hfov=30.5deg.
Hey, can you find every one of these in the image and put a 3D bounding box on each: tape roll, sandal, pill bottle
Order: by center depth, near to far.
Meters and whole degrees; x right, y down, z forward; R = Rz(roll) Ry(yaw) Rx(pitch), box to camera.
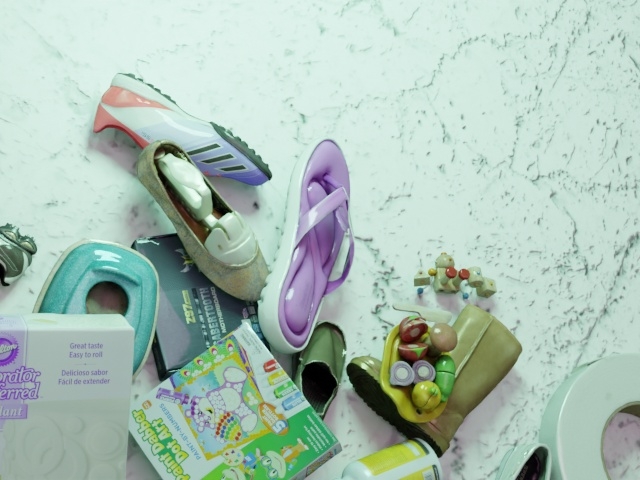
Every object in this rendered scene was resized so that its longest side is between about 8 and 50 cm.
[{"bbox_3d":[0.099,0.395,1.901,0.184,0.103,0.103,-16,76,-27],"label":"pill bottle"},{"bbox_3d":[0.007,0.008,1.980,0.169,0.102,0.416,48,46,-45],"label":"sandal"},{"bbox_3d":[0.575,0.395,2.113,0.392,0.072,0.392,8,66,-18],"label":"tape roll"}]

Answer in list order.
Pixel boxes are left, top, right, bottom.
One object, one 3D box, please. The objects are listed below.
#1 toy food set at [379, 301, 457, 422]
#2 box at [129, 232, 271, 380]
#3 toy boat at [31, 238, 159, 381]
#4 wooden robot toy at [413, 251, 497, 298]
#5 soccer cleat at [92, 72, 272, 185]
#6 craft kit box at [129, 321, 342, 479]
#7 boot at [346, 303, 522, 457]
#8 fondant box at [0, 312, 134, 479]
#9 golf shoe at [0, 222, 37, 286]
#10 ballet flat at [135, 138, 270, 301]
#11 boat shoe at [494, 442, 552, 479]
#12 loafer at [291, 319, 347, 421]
[{"bbox_3d":[0.173,0.188,1.936,0.128,0.071,0.218,19,58,-17],"label":"toy food set"},{"bbox_3d":[-0.199,0.100,1.925,0.183,0.059,0.232,-8,71,-24],"label":"box"},{"bbox_3d":[-0.400,0.114,1.761,0.318,0.148,0.267,16,79,-21],"label":"toy boat"},{"bbox_3d":[0.240,0.053,2.121,0.173,0.076,0.079,7,56,-20],"label":"wooden robot toy"},{"bbox_3d":[-0.235,-0.162,2.006,0.318,0.108,0.116,30,81,-10],"label":"soccer cleat"},{"bbox_3d":[-0.138,0.291,1.784,0.247,0.061,0.250,-38,67,-7],"label":"craft kit box"},{"bbox_3d":[0.198,0.209,2.034,0.236,0.089,0.269,46,58,-8],"label":"boot"},{"bbox_3d":[-0.400,0.272,1.668,0.238,0.096,0.330,2,98,-22],"label":"fondant box"},{"bbox_3d":[-0.544,-0.002,1.817,0.198,0.077,0.094,27,62,-9],"label":"golf shoe"},{"bbox_3d":[-0.185,-0.036,1.894,0.316,0.106,0.107,48,59,3],"label":"ballet flat"},{"bbox_3d":[0.330,0.463,1.975,0.096,0.088,0.267,33,60,-7],"label":"boat shoe"},{"bbox_3d":[0.002,0.222,1.915,0.094,0.087,0.251,31,43,-14],"label":"loafer"}]
